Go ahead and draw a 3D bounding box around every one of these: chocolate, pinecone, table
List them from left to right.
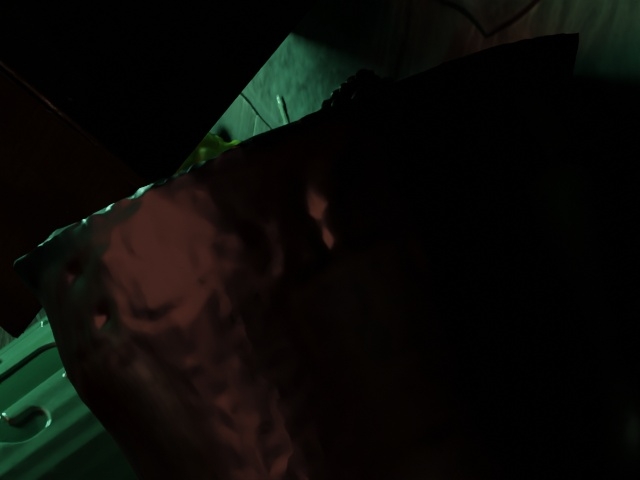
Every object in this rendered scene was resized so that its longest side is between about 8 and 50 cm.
[{"bbox_3d":[-0.193,-0.109,1.090,0.282,0.196,0.251,-43,11,50],"label":"table"},{"bbox_3d":[0.040,-0.090,1.088,0.083,0.077,0.077,42,133,41],"label":"pinecone"},{"bbox_3d":[0.048,0.089,0.844,0.331,0.383,0.383,66,154,0],"label":"chocolate"}]

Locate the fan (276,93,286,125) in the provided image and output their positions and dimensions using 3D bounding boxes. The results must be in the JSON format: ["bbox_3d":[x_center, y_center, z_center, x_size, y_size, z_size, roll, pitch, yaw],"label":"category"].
[{"bbox_3d":[-0.005,0.001,1.277,0.182,0.010,0.310,128,131,-56],"label":"fan"}]

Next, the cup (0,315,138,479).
[{"bbox_3d":[-0.250,0.249,1.364,0.401,0.392,0.310,-15,105,50],"label":"cup"}]

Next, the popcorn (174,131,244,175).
[{"bbox_3d":[-0.155,-0.046,1.424,0.187,0.167,0.185,-49,13,13],"label":"popcorn"}]
